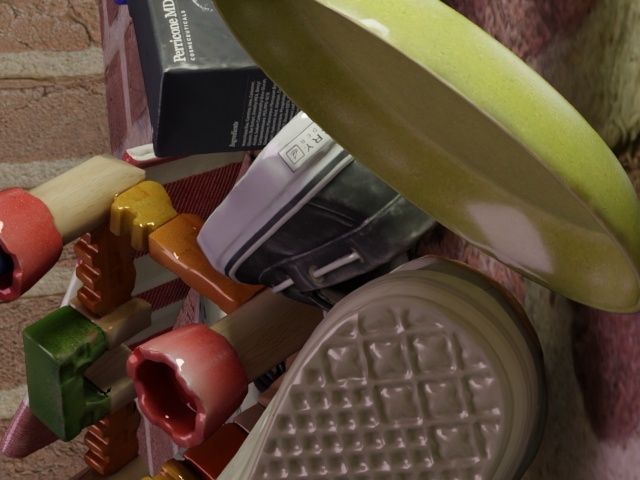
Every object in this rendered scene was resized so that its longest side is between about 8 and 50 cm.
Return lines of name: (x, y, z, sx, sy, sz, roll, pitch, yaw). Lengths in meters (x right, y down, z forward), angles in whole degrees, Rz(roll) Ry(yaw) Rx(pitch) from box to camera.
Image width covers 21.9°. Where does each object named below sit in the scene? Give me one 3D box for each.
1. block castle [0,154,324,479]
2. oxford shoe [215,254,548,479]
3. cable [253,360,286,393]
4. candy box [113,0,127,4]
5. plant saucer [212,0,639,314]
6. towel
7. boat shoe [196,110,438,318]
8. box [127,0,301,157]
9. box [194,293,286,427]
block castle: (-0.164, 0.183, 1.392, 0.303, 0.213, 0.453, 34, 139, 29)
oxford shoe: (-0.009, 0.182, 0.929, 0.449, 0.169, 0.130, -57, -9, 30)
cable: (-0.031, 0.082, 1.438, 0.150, 0.047, 0.184, 101, 160, -50)
candy box: (-0.146, -0.403, 1.598, 0.268, 0.122, 0.317, -179, 86, -76)
plant saucer: (0.055, -0.055, 0.739, 0.037, 0.241, 0.241, -53, 10, -8)
towel: (-0.185, 0.041, 1.589, 0.237, 0.037, 0.329, -25, -37, -63)
boat shoe: (0.000, 0.000, 1.090, 0.119, 0.121, 0.335, 50, 171, 3)
box: (-0.050, -0.150, 1.180, 0.093, 0.158, 0.156, 102, 159, -52)
box: (-0.086, 0.164, 1.699, 0.322, 0.058, 0.232, 106, 156, -54)
